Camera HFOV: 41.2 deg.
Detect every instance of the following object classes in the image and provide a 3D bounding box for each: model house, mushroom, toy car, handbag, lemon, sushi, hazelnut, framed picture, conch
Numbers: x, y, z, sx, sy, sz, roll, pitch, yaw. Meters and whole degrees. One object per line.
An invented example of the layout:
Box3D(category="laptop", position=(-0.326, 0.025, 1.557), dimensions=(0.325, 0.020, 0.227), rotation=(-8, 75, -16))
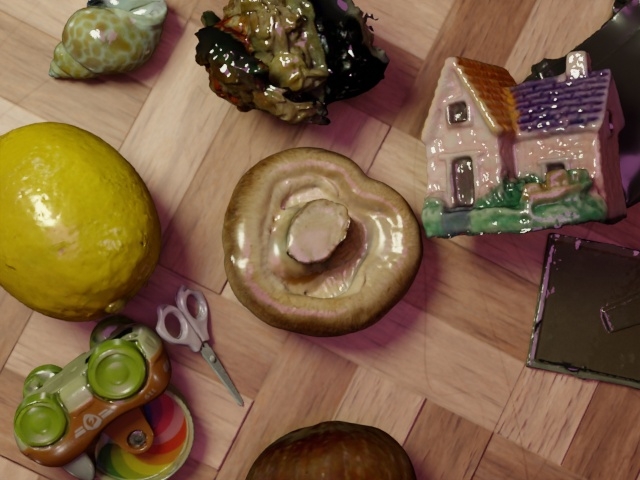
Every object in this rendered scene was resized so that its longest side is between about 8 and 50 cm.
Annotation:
Box3D(category="model house", position=(0.259, -0.128, 1.115), dimensions=(0.237, 0.202, 0.237), rotation=(-4, 90, 39))
Box3D(category="mushroom", position=(0.000, 0.000, 1.162), dimensions=(0.278, 0.146, 0.278), rotation=(2, 76, -8))
Box3D(category="toy car", position=(-0.275, 0.240, 1.138), dimensions=(0.235, 0.145, 0.235), rotation=(-3, 101, -13))
Box3D(category="handbag", position=(0.455, -0.212, 1.230), dimensions=(0.285, 0.113, 0.257), rotation=(-40, 85, 1))
Box3D(category="lemon", position=(-0.327, -0.025, 1.091), dimensions=(0.236, 0.236, 0.263), rotation=(-17, 91, -6))
Box3D(category="sushi", position=(-0.049, -0.248, 1.138), dimensions=(0.218, 0.238, 0.225), rotation=(-41, 102, -12))
Box3D(category="hazelnut", position=(0.012, 0.334, 1.112), dimensions=(0.233, 0.218, 0.218), rotation=(0, 86, -5))
Box3D(category="framed picture", position=(0.454, 0.113, 1.255), dimensions=(0.281, 0.019, 0.209), rotation=(13, 85, -4))
Box3D(category="conch", position=(-0.286, -0.282, 1.177), dimensions=(0.116, 0.106, 0.173), rotation=(38, 65, 18))

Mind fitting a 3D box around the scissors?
Box3D(category="scissors", position=(-0.159, 0.154, 1.186), dimensions=(0.189, 0.015, 0.100), rotation=(60, 40, -13))
